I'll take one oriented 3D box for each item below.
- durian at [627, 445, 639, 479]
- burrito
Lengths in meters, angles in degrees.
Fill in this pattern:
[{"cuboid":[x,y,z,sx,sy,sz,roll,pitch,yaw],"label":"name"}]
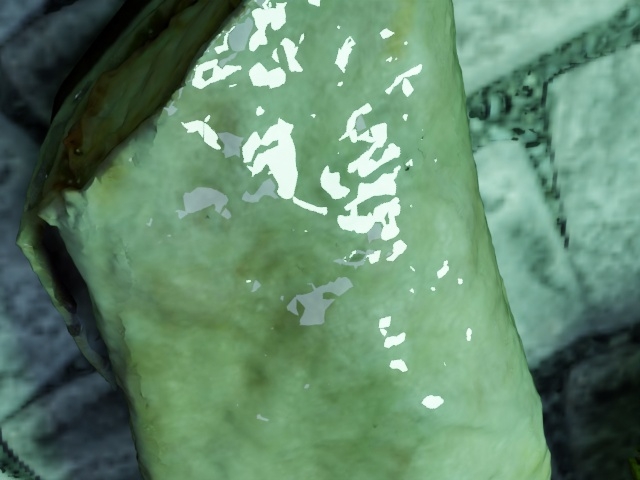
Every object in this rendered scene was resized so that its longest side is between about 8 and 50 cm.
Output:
[{"cuboid":[0.228,0.127,0.696,0.237,0.176,0.200,-20,100,5],"label":"durian"},{"cuboid":[-0.011,0.004,0.626,0.175,0.107,0.347,-22,124,-19],"label":"burrito"}]
